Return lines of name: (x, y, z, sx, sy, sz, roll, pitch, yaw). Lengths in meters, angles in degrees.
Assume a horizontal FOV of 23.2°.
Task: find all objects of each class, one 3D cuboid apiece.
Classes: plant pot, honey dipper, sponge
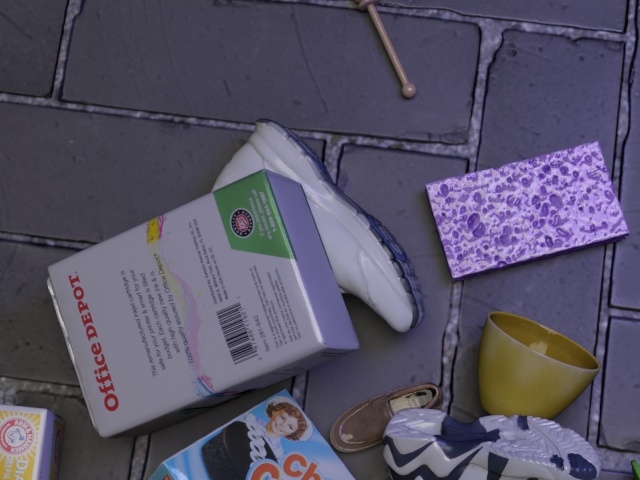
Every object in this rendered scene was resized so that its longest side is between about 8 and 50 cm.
plant pot: (0.224, 0.150, 1.699, 0.134, 0.134, 0.095, 25, 103, 8)
honey dipper: (0.077, -0.241, 1.841, 0.030, 0.030, 0.160, -24, 79, -4)
sponge: (0.235, -0.033, 1.783, 0.210, 0.031, 0.117, -14, 76, -1)

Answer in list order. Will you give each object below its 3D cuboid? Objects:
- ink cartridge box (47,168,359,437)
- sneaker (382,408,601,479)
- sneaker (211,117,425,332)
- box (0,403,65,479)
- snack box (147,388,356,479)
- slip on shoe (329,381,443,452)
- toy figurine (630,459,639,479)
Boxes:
ink cartridge box: (-0.128, 0.073, 1.683, 0.278, 0.117, 0.201, -23, 77, 17)
sneaker: (0.182, 0.271, 1.657, 0.235, 0.094, 0.153, 2, 114, 17)
sneaker: (0.000, 0.000, 1.760, 0.129, 0.111, 0.297, -45, 73, 6)
box: (-0.352, 0.280, 1.688, 0.114, 0.103, 0.203, 4, 76, 3)
snack box: (-0.015, 0.330, 1.641, 0.187, 0.060, 0.322, -28, 74, -41)
slip on shoe: (0.073, 0.194, 1.727, 0.135, 0.041, 0.051, -20, 76, -3)
toy figurine: (0.298, 0.338, 1.659, 0.159, 0.130, 0.173, -24, 55, 5)
